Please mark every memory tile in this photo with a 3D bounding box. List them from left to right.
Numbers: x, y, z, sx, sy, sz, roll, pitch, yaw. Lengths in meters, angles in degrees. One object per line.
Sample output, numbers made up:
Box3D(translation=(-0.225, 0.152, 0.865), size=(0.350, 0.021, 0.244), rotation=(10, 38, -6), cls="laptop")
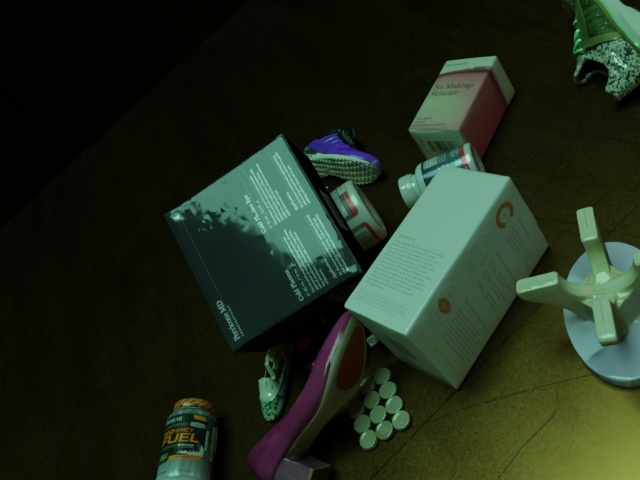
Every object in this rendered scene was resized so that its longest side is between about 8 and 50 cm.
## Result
Box3D(translation=(0.108, 0.326, 1.300), size=(0.113, 0.012, 0.148), rotation=(-35, 40, 10), cls="memory tile")

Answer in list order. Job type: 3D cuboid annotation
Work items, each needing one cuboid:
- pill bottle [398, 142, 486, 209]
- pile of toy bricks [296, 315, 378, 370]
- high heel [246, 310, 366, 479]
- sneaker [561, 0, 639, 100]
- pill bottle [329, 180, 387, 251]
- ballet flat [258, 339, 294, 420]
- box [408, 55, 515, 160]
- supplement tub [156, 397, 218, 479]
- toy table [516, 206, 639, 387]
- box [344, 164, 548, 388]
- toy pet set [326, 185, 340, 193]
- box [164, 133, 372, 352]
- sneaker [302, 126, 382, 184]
Box3D(translation=(0.275, -0.138, 1.509), size=(0.180, 0.108, 0.108), rotation=(-23, 43, 24), cls="pill bottle")
Box3D(translation=(0.057, 0.193, 1.413), size=(0.212, 0.118, 0.105), rotation=(-36, -2, 25), cls="pile of toy bricks")
Box3D(translation=(-0.037, 0.299, 1.290), size=(0.181, 0.127, 0.377), rotation=(15, 84, 37), cls="high heel")
Box3D(translation=(0.615, -0.448, 1.494), size=(0.182, 0.158, 0.410), rotation=(-47, 30, 23), cls="sneaker")
Box3D(translation=(0.000, 0.000, 1.573), size=(0.283, 0.161, 0.161), rotation=(-34, 39, 11), cls="pill bottle")
Box3D(translation=(-0.106, 0.299, 1.466), size=(0.070, 0.070, 0.188), rotation=(-16, 46, 30), cls="ballet flat")
Box3D(translation=(0.339, -0.310, 1.597), size=(0.149, 0.127, 0.232), rotation=(8, 60, 44), cls="box")
Box3D(translation=(-0.284, 0.446, 1.439), size=(0.117, 0.117, 0.190), rotation=(-24, 43, 22), cls="supplement tub")
Box3D(translation=(0.470, 0.084, 1.098), size=(0.252, 0.161, 0.274), rotation=(-26, 42, 20), cls="toy table")
Box3D(translation=(0.245, 0.063, 1.262), size=(0.168, 0.215, 0.345), rotation=(21, 69, 49), cls="box")
Box3D(translation=(-0.004, -0.079, 1.750), size=(0.114, 0.065, 0.122), rotation=(4, 52, 0), cls="toy pet set")
Box3D(translation=(-0.102, 0.015, 1.423), size=(0.312, 0.179, 0.343), rotation=(-32, 73, 10), cls="box")
Box3D(translation=(0.065, -0.243, 1.789), size=(0.293, 0.102, 0.146), rotation=(15, 65, 47), cls="sneaker")
